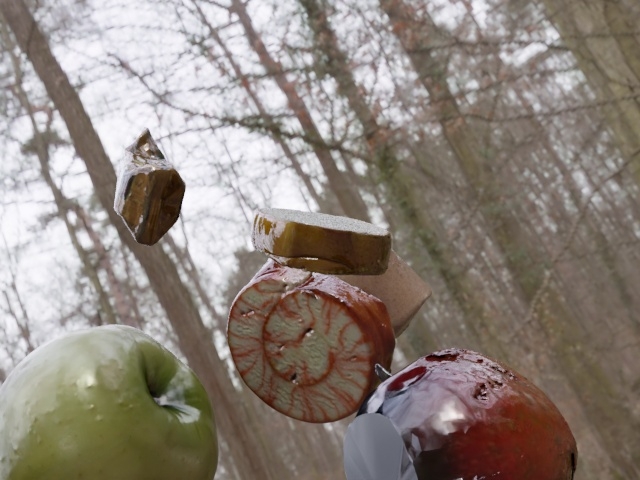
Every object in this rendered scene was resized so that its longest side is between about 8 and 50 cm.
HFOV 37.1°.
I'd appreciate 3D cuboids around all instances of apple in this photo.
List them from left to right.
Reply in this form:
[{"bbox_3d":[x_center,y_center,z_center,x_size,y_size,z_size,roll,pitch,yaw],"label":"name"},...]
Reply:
[{"bbox_3d":[-0.439,0.404,1.891,0.473,0.474,0.474,-20,-28,-11],"label":"apple"}]

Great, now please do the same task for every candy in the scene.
[{"bbox_3d":[-0.285,-0.096,1.557,0.101,0.271,0.143,13,-77,-20],"label":"candy"}]

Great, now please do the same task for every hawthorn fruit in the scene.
[{"bbox_3d":[0.179,0.291,1.246,0.315,0.316,0.316,-20,-28,-11],"label":"hawthorn fruit"}]

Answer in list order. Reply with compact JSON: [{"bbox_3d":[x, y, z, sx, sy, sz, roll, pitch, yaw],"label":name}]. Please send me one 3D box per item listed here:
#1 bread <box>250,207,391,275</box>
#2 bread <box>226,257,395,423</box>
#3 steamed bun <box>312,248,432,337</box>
[{"bbox_3d":[0.000,0.000,1.482,0.236,0.236,0.070,3,-80,-43],"label":"bread"},{"bbox_3d":[-0.020,0.201,1.849,0.114,0.327,0.295,-31,-43,-59],"label":"bread"},{"bbox_3d":[0.066,0.151,2.057,0.301,0.251,0.199,-45,5,25],"label":"steamed bun"}]
